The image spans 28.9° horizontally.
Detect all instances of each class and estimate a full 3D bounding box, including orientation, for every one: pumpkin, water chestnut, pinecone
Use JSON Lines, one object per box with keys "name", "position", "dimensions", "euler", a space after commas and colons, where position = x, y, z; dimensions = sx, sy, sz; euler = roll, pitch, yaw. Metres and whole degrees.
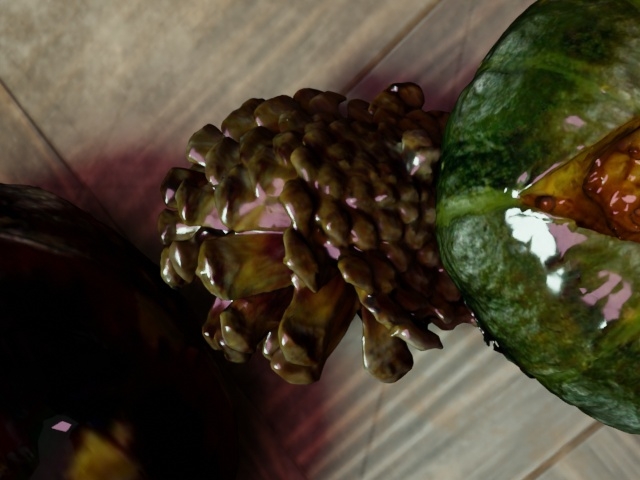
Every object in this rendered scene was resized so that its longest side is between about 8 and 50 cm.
{"name": "pumpkin", "position": [0.171, -0.019, 0.603], "dimensions": [0.237, 0.159, 0.238], "euler": [0, 88, -5]}
{"name": "water chestnut", "position": [-0.200, 0.148, 0.692], "dimensions": [0.335, 0.347, 0.335], "euler": [-7, 113, -17]}
{"name": "pinecone", "position": [0.001, -0.003, 0.687], "dimensions": [0.195, 0.179, 0.150], "euler": [10, 127, 28]}
